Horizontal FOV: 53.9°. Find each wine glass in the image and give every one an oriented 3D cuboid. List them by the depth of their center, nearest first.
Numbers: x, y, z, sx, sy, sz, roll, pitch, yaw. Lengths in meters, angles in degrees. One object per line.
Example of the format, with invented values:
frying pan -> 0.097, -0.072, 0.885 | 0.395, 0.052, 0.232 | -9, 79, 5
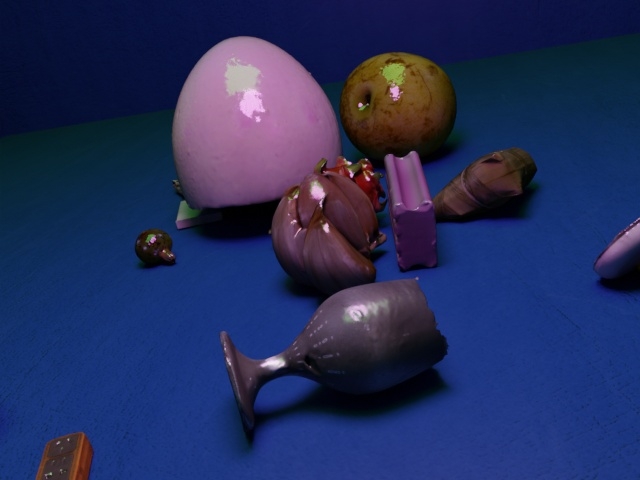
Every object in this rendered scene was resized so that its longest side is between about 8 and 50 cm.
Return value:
wine glass -> 0.013, 0.124, 0.718 | 0.241, 0.127, 0.126 | -17, 23, -8

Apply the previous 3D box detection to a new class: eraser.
eraser -> -0.275, -0.069, 1.443 | 0.103, 0.023, 0.150 | -12, 22, -3

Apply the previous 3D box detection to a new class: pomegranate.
pomegranate -> -0.319, 0.016, 1.211 | 0.073, 0.073, 0.084 | -19, 39, -19

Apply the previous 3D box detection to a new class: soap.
soap -> 0.147, -0.054, 1.046 | 0.065, 0.122, 0.203 | -7, 31, 4

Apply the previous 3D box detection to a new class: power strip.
power strip -> -0.271, 0.262, 0.650 | 0.049, 0.028, 0.178 | -14, 23, -7

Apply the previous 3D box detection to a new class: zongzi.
zongzi -> 0.295, -0.096, 1.183 | 0.204, 0.094, 0.205 | -32, -3, 33

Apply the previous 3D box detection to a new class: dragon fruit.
dragon fruit -> 0.012, -0.067, 1.157 | 0.235, 0.137, 0.135 | -17, 59, -8

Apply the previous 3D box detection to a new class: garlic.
garlic -> 0.000, 0.000, 0.986 | 0.160, 0.191, 0.214 | -28, 25, 30

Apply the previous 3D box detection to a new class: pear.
pear -> 0.188, -0.314, 1.507 | 0.283, 0.284, 0.284 | -10, 22, 4

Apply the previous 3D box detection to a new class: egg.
egg -> -0.140, -0.253, 1.317 | 0.354, 0.340, 0.354 | -8, 9, 1

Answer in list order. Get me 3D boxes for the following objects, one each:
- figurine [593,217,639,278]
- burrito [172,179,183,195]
figurine -> 0.497, 0.014, 0.805 | 0.250, 0.166, 0.141 | -36, 61, 4
burrito -> -0.330, -0.128, 1.589 | 0.051, 0.042, 0.171 | -18, 20, -23
